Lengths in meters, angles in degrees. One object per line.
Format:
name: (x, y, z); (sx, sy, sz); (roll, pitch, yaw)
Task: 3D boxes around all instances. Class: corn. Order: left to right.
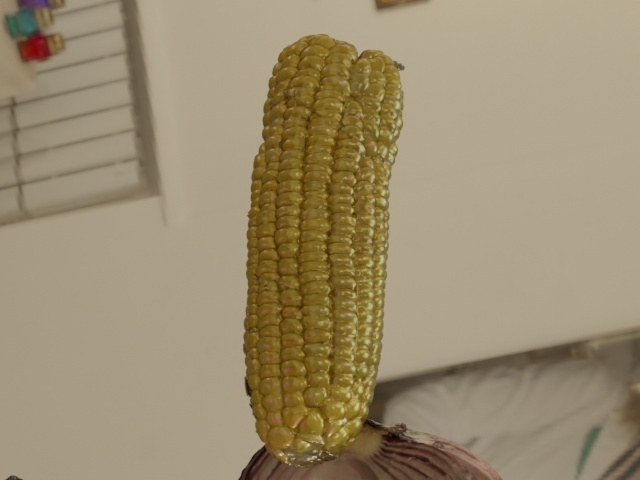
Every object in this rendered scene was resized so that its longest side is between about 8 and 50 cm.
corn: (0.000, 0.000, 0.771); (0.101, 0.101, 0.291); (60, 32, -64)

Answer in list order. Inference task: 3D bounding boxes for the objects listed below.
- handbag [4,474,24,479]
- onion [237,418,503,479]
handbag: (-0.273, 0.376, 1.181); (0.244, 0.088, 0.275); (33, 29, -6)
onion: (0.028, 0.265, 0.812); (0.120, 0.227, 0.283); (29, 76, -47)
